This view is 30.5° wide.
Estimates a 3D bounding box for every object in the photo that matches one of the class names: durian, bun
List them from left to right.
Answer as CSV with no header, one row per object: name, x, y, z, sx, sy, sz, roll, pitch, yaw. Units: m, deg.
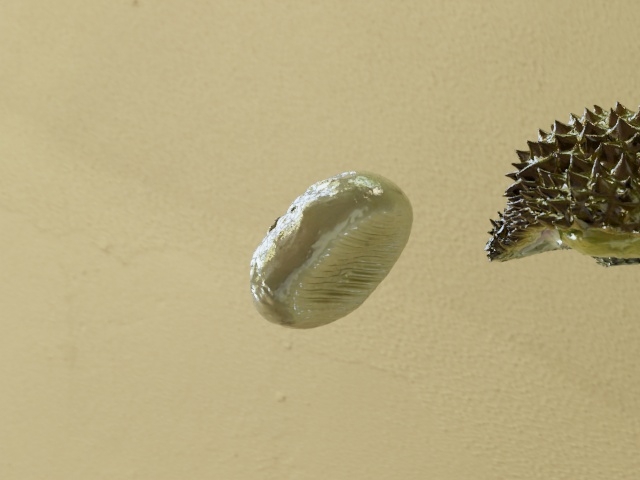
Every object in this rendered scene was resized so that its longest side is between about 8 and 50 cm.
bun,0.000,0.000,1.367,0.222,0.222,0.127,-47,-120,6
durian,0.291,-0.043,1.224,0.306,0.166,0.172,-9,-133,42
